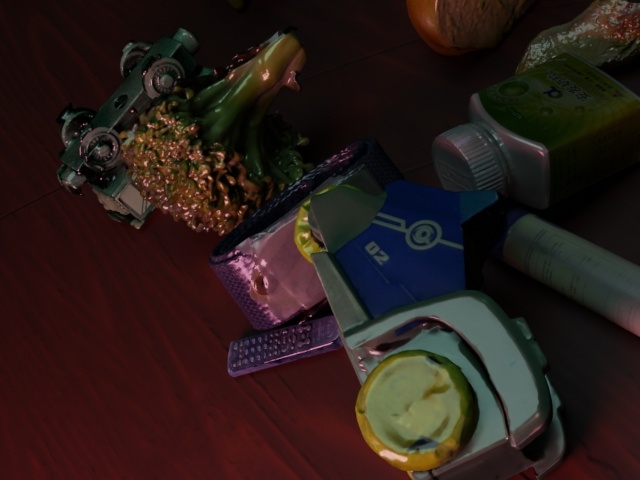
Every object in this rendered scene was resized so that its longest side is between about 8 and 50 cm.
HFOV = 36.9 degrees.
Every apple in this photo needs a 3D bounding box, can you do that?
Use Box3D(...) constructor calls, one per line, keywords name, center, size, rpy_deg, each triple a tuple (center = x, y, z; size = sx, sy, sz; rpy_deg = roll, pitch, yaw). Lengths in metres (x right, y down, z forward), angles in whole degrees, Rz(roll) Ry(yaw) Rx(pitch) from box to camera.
Box3D(name="apple", center=(0.230, -0.378, 1.148), size=(0.346, 0.179, 0.254), rpy_deg=(-45, 9, -3))

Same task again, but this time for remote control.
Box3D(name="remote control", center=(-0.036, 0.118, 1.068), size=(0.152, 0.027, 0.043), rpy_deg=(-16, 57, 25))

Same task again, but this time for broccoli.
Box3D(name="broccoli", center=(-0.093, -0.100, 1.132), size=(0.273, 0.242, 0.180), rpy_deg=(-34, 69, 17))

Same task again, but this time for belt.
Box3D(name="belt", center=(0.000, 0.000, 1.048), size=(0.230, 0.126, 0.139), rpy_deg=(-37, 17, -5))

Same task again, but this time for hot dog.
Box3D(name="hot dog", center=(0.291, -0.214, 1.056), size=(0.169, 0.061, 0.078), rpy_deg=(-23, 88, 22))

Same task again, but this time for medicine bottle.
Box3D(name="medicine bottle", center=(0.215, -0.102, 0.973), size=(0.188, 0.088, 0.132), rpy_deg=(-26, 45, -15))
Box3D(name="medicine bottle", center=(0.236, 0.019, 0.938), size=(0.059, 0.059, 0.231), rpy_deg=(-51, 48, -7))

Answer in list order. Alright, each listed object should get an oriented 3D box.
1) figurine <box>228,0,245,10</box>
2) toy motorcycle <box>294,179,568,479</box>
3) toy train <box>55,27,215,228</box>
Box3D(name="figurine", center=(-0.062, -0.557, 1.379), size=(0.387, 0.268, 0.401), rpy_deg=(-41, 52, -2))
Box3D(name="toy motorcycle", center=(0.106, 0.061, 0.870), size=(0.200, 0.191, 0.326), rpy_deg=(-26, 62, 7))
Box3D(name="toy train", center=(-0.241, -0.160, 1.297), size=(0.115, 0.154, 0.269), rpy_deg=(29, 78, 40))
